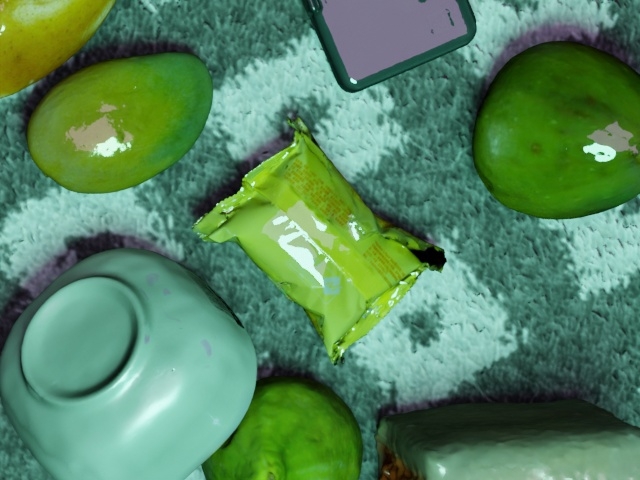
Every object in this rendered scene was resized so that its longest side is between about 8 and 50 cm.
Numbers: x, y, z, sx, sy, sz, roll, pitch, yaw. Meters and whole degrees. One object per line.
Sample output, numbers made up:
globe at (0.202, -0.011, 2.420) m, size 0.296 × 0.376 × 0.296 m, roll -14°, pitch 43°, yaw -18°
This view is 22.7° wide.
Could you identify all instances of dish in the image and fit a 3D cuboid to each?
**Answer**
dish at (-0.198, 0.116, 1.508) m, size 0.256 × 0.117 × 0.256 m, roll -11°, pitch 60°, yaw 19°

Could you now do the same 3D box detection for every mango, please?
mango at (-0.278, -0.257, 1.523) m, size 0.257 × 0.138 × 0.187 m, roll -33°, pitch 80°, yaw -8°
mango at (-0.193, -0.120, 1.571) m, size 0.194 × 0.092 × 0.130 m, roll -36°, pitch 97°, yaw -13°

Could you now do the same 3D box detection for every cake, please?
cake at (0.182, 0.286, 1.551) m, size 0.230 × 0.309 × 0.237 m, roll -4°, pitch 92°, yaw -10°

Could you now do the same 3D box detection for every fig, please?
fig at (-0.052, 0.216, 1.565) m, size 0.167 × 0.233 × 0.167 m, roll -2°, pitch 87°, yaw 33°
fig at (0.255, -0.105, 1.596) m, size 0.181 × 0.191 × 0.181 m, roll -8°, pitch 101°, yaw -43°

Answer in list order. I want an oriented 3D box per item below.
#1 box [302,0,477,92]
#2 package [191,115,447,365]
box at (0.051, -0.280, 1.608) m, size 0.160 × 0.050 × 0.230 m, roll -24°, pitch 98°, yaw -6°
package at (0.000, 0.000, 1.605) m, size 0.168 × 0.090 × 0.226 m, roll -46°, pitch 102°, yaw -5°
